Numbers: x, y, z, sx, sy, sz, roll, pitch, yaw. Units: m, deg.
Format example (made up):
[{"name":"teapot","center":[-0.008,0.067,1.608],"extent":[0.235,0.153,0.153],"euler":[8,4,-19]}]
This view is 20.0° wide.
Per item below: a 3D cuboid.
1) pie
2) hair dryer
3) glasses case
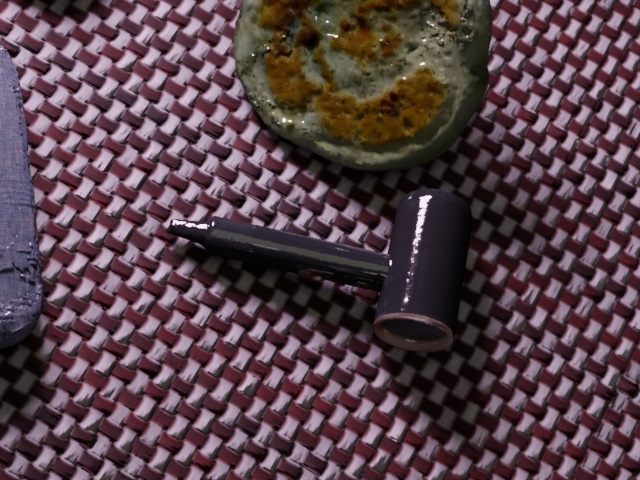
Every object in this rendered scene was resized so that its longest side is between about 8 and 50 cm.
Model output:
[{"name":"pie","center":[0.034,-0.174,1.564],"extent":[0.240,0.054,0.241],"euler":[2,98,15]},{"name":"hair dryer","center":[0.000,0.000,1.528],"extent":[0.255,0.070,0.128],"euler":[15,64,-1]},{"name":"glasses case","center":[-0.288,-0.044,1.477],"extent":[0.109,0.067,0.282],"euler":[-4,66,-18]}]
